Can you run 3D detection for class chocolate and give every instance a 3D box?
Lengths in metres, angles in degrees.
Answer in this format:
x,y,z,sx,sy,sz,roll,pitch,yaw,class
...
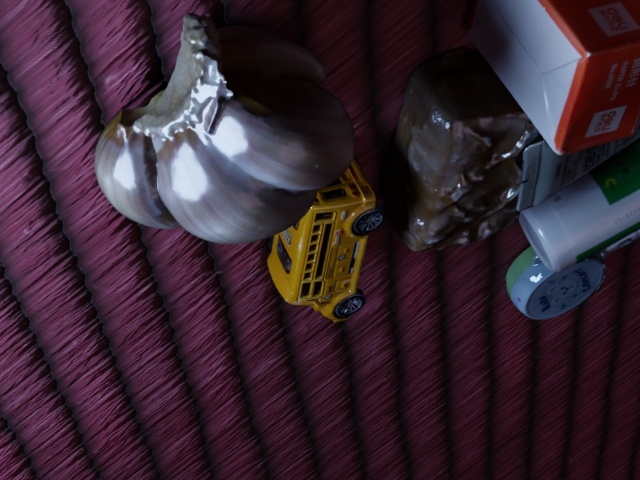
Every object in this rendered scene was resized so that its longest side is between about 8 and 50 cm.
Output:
x,y,z,sx,sy,sz,roll,pitch,yaw,class
0.150,-0.088,1.648,0.148,0.093,0.214,-16,146,-23,chocolate

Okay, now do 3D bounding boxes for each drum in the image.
x,y,z,sx,sy,sz,roll,pitch,yaw,class
0.335,0.015,1.982,0.253,0.049,0.130,-23,148,-10,drum

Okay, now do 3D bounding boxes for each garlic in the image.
x,y,z,sx,sy,sz,roll,pitch,yaw,class
-0.076,-0.070,1.428,0.191,0.160,0.214,18,122,-44,garlic

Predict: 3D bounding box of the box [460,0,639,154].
x,y,z,sx,sy,sz,roll,pitch,yaw,class
0.215,-0.186,1.480,0.099,0.182,0.133,-15,142,-21,box

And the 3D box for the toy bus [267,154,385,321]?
x,y,z,sx,sy,sz,roll,pitch,yaw,class
0.000,0.000,1.660,0.088,0.083,0.194,-12,142,-20,toy bus

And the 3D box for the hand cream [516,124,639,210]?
x,y,z,sx,sy,sz,roll,pitch,yaw,class
0.323,-0.150,1.665,0.340,0.078,0.124,-34,156,-16,hand cream

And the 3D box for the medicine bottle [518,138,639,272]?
x,y,z,sx,sy,sz,roll,pitch,yaw,class
0.344,-0.062,1.839,0.260,0.095,0.095,-27,148,-2,medicine bottle
